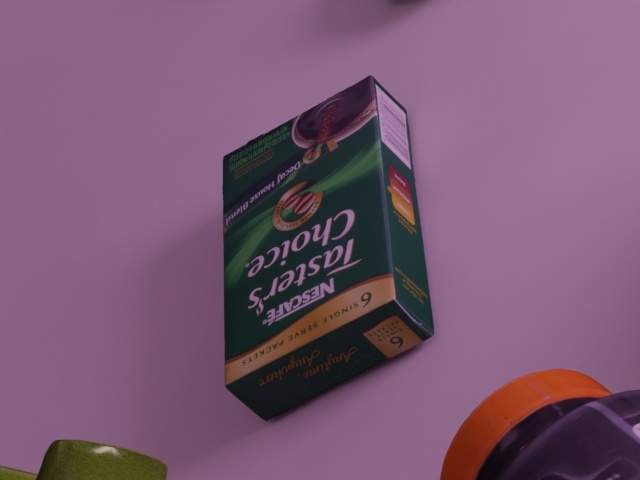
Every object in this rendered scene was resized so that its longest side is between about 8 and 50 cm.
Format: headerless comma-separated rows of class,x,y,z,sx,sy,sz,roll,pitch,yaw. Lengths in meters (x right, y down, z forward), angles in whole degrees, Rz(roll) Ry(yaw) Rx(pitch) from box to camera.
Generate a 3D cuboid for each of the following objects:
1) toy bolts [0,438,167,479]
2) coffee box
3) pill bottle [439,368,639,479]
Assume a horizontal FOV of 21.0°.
toy bolts,-0.212,0.189,0.866,0.228,0.218,0.158,-27,52,52
coffee box,0.000,0.000,0.948,0.113,0.040,0.184,-27,40,23
pill bottle,0.137,0.138,0.612,0.130,0.130,0.246,-46,36,-1
